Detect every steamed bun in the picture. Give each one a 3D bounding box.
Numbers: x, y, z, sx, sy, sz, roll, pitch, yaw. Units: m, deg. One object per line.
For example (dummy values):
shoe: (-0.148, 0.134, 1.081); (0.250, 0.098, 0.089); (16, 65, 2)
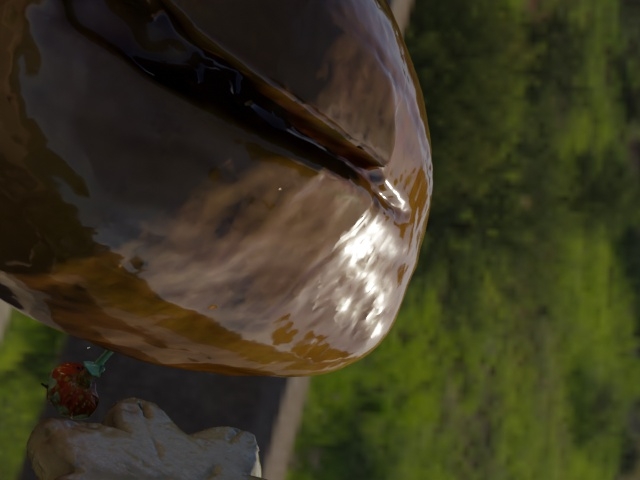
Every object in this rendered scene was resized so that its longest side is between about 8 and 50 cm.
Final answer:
steamed bun: (-0.139, 0.269, 1.534); (0.292, 0.295, 0.137); (-64, 177, -61)

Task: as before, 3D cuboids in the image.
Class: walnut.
walnut: (-0.053, -0.045, 0.717); (0.336, 0.209, 0.209); (43, 50, -48)

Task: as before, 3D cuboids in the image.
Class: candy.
candy: (-0.198, 0.110, 1.523); (0.049, 0.055, 0.185); (-42, 179, -39)
